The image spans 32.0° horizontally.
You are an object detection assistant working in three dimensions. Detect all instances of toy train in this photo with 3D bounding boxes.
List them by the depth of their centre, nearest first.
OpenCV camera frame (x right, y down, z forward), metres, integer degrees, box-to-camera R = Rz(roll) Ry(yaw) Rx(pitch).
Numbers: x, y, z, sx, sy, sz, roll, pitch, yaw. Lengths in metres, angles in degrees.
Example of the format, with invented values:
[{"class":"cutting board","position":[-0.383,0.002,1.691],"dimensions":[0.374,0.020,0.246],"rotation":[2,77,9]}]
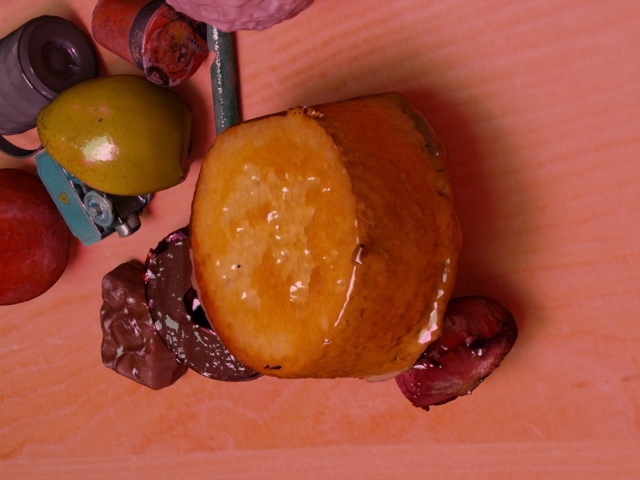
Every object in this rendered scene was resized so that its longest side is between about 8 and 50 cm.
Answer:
[{"class":"toy train","position":[-0.359,-0.091,1.759],"dimensions":[0.154,0.107,0.198],"rotation":[-18,103,49]}]

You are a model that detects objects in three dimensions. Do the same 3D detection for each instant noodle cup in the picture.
[{"class":"instant noodle cup","position":[-0.243,-0.292,1.554],"dimensions":[0.136,0.127,0.127],"rotation":[25,128,34]}]

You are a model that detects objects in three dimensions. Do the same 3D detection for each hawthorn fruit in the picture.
[{"class":"hawthorn fruit","position":[-0.538,-0.005,1.863],"dimensions":[0.231,0.263,0.235],"rotation":[14,97,5]}]

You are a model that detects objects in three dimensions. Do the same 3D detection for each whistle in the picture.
[{"class":"whistle","position":[-0.136,-0.224,1.558],"dimensions":[0.039,0.039,0.186],"rotation":[15,124,30]}]

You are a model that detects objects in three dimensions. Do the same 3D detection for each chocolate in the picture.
[{"class":"chocolate","position":[-0.300,0.151,1.859],"dimensions":[0.148,0.093,0.214],"rotation":[26,128,25]}]

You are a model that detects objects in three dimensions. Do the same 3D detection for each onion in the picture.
[{"class":"onion","position":[0.163,0.134,1.455],"dimensions":[0.147,0.184,0.184],"rotation":[47,135,24]}]

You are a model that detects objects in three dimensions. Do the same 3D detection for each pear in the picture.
[{"class":"pear","position":[-0.292,-0.156,1.603],"dimensions":[0.220,0.187,0.187],"rotation":[12,125,1]}]

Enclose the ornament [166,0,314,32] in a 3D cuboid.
[{"class":"ornament","position":[-0.083,-0.369,1.292],"dimensions":[0.225,0.259,0.259],"rotation":[26,130,3]}]

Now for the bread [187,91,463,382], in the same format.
[{"class":"bread","position":[0.000,0.000,1.401],"dimensions":[0.398,0.215,0.398],"rotation":[1,92,48]}]

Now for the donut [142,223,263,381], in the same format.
[{"class":"donut","position":[-0.147,0.089,1.686],"dimensions":[0.270,0.103,0.269],"rotation":[10,115,22]}]

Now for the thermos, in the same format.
[{"class":"thermos","position":[-0.471,-0.226,1.741],"dimensions":[0.287,0.145,0.182],"rotation":[-18,111,44]}]
